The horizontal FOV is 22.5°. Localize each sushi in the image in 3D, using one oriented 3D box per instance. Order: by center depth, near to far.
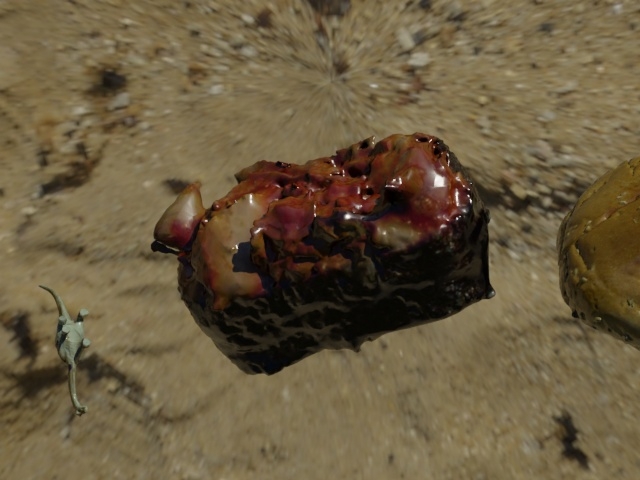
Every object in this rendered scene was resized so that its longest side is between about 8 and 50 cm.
[{"bbox_3d":[0.000,0.000,1.596,0.343,0.196,0.182,-16,124,18],"label":"sushi"}]

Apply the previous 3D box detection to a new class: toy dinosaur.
[{"bbox_3d":[-0.256,0.096,1.649,0.037,0.180,0.058,15,128,-27],"label":"toy dinosaur"}]

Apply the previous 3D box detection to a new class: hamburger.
[{"bbox_3d":[0.357,0.015,1.726,0.211,0.309,0.132,-23,121,14],"label":"hamburger"}]
